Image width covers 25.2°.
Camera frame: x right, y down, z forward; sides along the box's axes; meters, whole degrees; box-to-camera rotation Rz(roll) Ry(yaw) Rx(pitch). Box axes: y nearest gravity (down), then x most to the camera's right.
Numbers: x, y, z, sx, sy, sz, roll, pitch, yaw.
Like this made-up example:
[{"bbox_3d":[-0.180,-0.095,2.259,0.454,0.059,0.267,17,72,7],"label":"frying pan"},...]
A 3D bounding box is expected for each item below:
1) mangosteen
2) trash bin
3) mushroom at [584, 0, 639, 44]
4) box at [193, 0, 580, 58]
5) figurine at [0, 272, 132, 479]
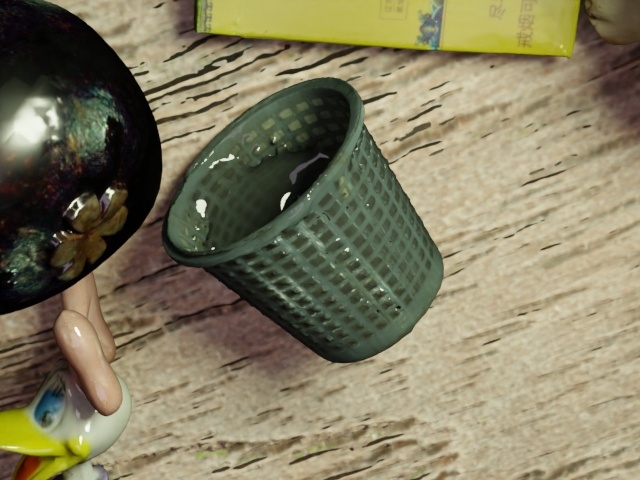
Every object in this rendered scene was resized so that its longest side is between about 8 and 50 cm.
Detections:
[{"bbox_3d":[-0.236,-0.063,0.967,0.243,0.243,0.243,-2,110,-4],"label":"mangosteen"},{"bbox_3d":[0.000,0.000,1.031,0.175,0.175,0.161,-36,118,8],"label":"trash bin"},{"bbox_3d":[0.277,-0.177,0.992,0.204,0.204,0.204,-2,110,-4],"label":"mushroom"},{"bbox_3d":[0.052,-0.215,1.017,0.279,0.041,0.153,3,110,-5],"label":"box"},{"bbox_3d":[-0.163,0.232,1.099,0.193,0.154,0.421,-20,111,-3],"label":"figurine"}]
